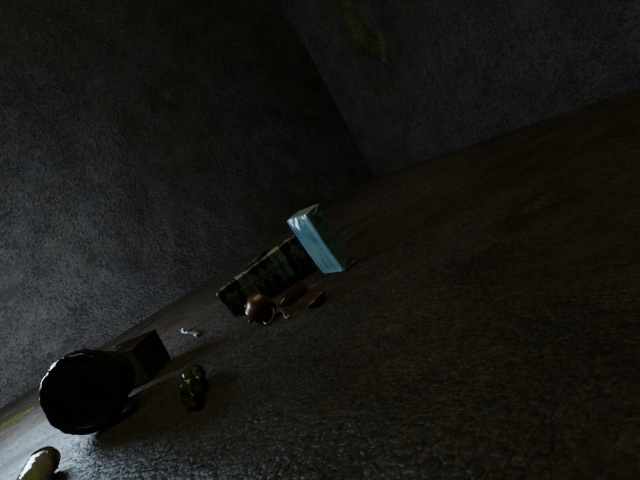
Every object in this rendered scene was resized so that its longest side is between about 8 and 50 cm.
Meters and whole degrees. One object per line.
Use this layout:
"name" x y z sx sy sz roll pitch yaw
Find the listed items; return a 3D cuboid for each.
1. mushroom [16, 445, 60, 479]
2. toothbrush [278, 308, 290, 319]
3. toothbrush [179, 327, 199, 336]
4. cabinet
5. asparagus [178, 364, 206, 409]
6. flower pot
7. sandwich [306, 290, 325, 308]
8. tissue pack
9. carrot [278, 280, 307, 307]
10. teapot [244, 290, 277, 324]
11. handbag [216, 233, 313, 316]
"mushroom" -0.754 0.641 1.455 0.123 0.095 0.351 -55 13 -9
"toothbrush" -0.128 0.253 1.900 0.017 0.014 0.162 -46 12 -11
"toothbrush" -0.576 0.404 2.434 0.024 0.026 0.288 -31 9 -26
"cabinet" -0.728 0.473 2.131 0.215 0.148 0.175 -22 10 17
"asparagus" -0.366 0.409 1.577 0.080 0.080 0.287 -29 8 -1
"flower pot" -0.752 0.486 1.851 0.266 0.266 0.267 -30 -2 -2
"sandwich" -0.013 0.197 1.820 0.069 0.026 0.101 -33 6 2
"tissue pack" 0.000 0.000 2.107 0.089 0.263 0.177 -37 11 -27
"carrot" -0.108 0.202 2.021 0.139 0.048 0.048 -37 12 -37
"teapot" -0.216 0.248 1.950 0.116 0.116 0.173 -33 36 -22
"handbag" -0.247 0.152 2.412 0.416 0.180 0.317 -36 1 -9
